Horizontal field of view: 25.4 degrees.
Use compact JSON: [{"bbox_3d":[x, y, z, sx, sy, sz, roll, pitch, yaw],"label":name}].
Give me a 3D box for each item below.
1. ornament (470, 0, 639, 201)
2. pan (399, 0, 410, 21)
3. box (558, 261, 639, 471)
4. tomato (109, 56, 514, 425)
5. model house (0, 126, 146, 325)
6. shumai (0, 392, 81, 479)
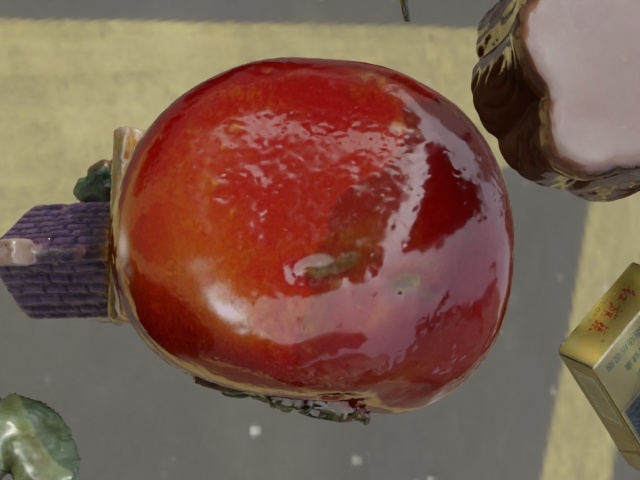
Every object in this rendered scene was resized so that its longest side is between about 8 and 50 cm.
[{"bbox_3d":[0.197,-0.125,0.916,0.221,0.235,0.217,50,-8,0],"label":"ornament"},{"bbox_3d":[0.103,-0.379,1.845,0.048,0.128,0.202,-35,109,-36],"label":"pan"},{"bbox_3d":[0.399,0.161,1.719,0.159,0.071,0.240,-49,127,-16],"label":"box"},{"bbox_3d":[0.000,0.000,1.163,0.293,0.325,0.289,42,57,-72],"label":"tomato"},{"bbox_3d":[-0.192,-0.014,1.438,0.237,0.237,0.202,14,79,-67],"label":"model house"},{"bbox_3d":[-0.398,0.240,1.164,0.348,0.395,0.395,43,50,-48],"label":"shumai"}]
